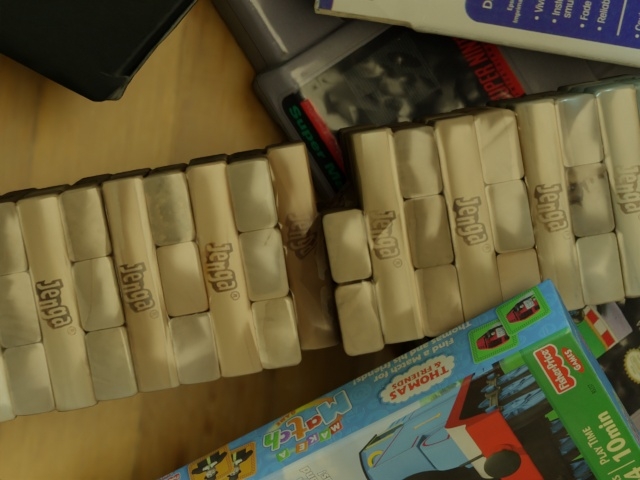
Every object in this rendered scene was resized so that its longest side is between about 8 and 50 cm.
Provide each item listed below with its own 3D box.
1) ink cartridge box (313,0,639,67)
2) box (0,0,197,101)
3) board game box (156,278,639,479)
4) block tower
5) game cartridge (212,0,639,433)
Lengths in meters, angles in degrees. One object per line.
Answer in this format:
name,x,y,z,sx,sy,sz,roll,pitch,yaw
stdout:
ink cartridge box,0.160,-0.158,0.806,0.333,0.065,0.165,8,102,-18
box,-0.058,-0.299,0.673,0.212,0.293,0.395,27,68,-15
board game box,0.038,0.125,0.763,0.211,0.039,0.160,-27,125,11
block tower,0.000,0.000,0.765,0.335,0.097,0.091,-10,96,-2
game cartridge,0.123,-0.035,0.874,0.230,0.068,0.355,-36,98,-22
